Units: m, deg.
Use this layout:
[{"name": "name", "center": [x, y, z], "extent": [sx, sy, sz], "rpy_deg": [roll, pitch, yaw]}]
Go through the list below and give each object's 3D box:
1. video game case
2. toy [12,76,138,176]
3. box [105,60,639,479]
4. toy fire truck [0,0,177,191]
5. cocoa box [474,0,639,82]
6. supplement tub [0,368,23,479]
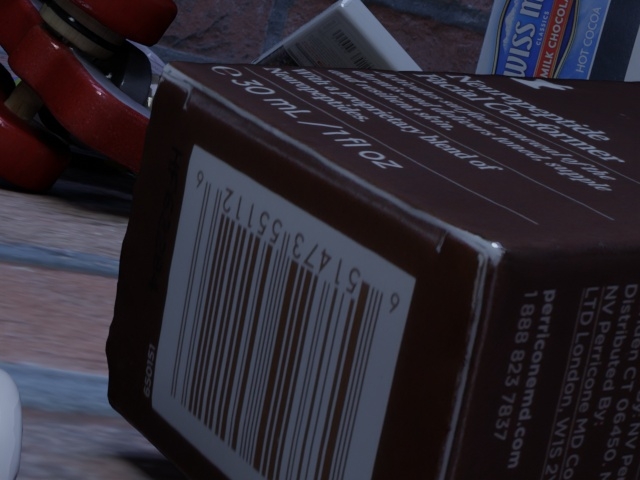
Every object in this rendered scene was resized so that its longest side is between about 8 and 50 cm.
[{"name": "video game case", "center": [0.036, -0.074, 1.137], "extent": [0.190, 0.022, 0.173], "rpy_deg": [47, -33, -12]}, {"name": "toy", "center": [-0.240, -0.111, 1.389], "extent": [0.237, 0.056, 0.137], "rpy_deg": [20, 8, 30]}, {"name": "box", "center": [0.138, 0.026, 0.583], "extent": [0.381, 0.143, 0.191], "rpy_deg": [-1, 20, -35]}, {"name": "toy fire truck", "center": [-0.164, -0.126, 1.207], "extent": [0.254, 0.169, 0.302], "rpy_deg": [29, 11, -42]}, {"name": "cocoa box", "center": [0.306, -0.166, 1.746], "extent": [0.228, 0.347, 0.231], "rpy_deg": [18, 9, 21]}, {"name": "supplement tub", "center": [-0.129, 0.055, 0.363], "extent": [0.107, 0.071, 0.071], "rpy_deg": [14, 8, -18]}]
